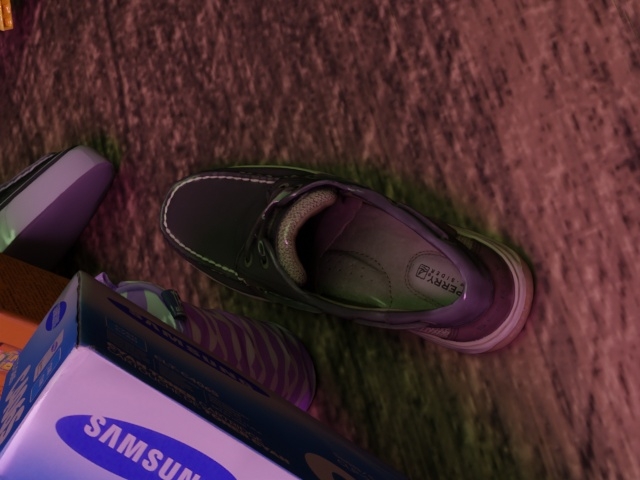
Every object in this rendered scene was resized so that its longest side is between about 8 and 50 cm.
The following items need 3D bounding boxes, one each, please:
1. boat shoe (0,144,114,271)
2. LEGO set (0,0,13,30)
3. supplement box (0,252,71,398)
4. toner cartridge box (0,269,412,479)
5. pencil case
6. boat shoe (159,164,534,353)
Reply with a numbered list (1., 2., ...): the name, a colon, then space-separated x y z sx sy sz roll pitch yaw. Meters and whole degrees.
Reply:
1. boat shoe: -0.290 0.023 0.920 0.105 0.113 0.306 42 81 11
2. LEGO set: -0.314 -0.241 1.043 0.107 0.132 0.287 10 57 35
3. supplement box: -0.206 0.062 0.833 0.078 0.233 0.080 -41 61 10
4. toner cartridge box: 0.005 0.151 0.624 0.075 0.347 0.165 -56 15 1
5. pencil case: -0.077 0.078 0.781 0.086 0.206 0.088 -41 65 8
6. boat shoe: 0.000 0.000 0.827 0.285 0.092 0.103 19 84 31
